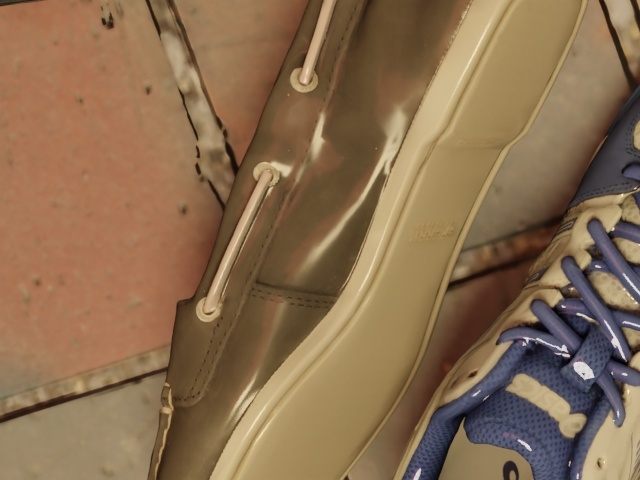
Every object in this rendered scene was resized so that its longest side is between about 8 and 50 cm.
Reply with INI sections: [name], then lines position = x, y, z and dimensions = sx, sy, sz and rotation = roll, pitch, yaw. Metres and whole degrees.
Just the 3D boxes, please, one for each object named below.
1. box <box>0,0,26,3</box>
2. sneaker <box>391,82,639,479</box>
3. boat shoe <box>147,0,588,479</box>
[box]
position = -0.164, -0.182, 0.699
dimensions = 0.059, 0.233, 0.183
rotation = -4, 98, 24
[sneaker]
position = 0.117, 0.048, 0.696
dimensions = 0.112, 0.131, 0.296
rotation = 32, 109, 14
[boat shoe]
position = 0.000, 0.000, 0.751
dimensions = 0.095, 0.112, 0.335
rotation = 36, 106, 29
